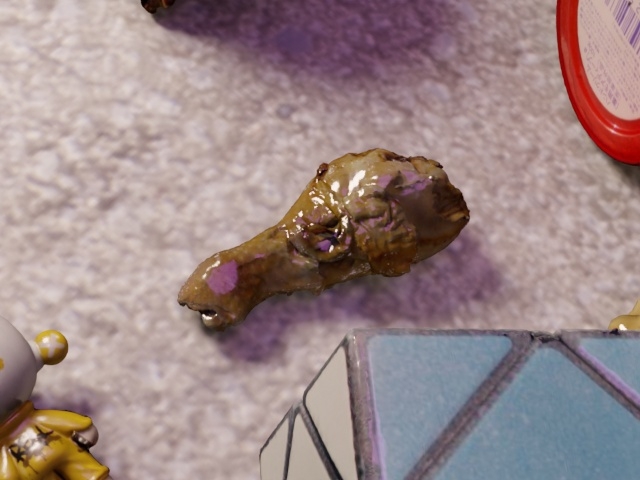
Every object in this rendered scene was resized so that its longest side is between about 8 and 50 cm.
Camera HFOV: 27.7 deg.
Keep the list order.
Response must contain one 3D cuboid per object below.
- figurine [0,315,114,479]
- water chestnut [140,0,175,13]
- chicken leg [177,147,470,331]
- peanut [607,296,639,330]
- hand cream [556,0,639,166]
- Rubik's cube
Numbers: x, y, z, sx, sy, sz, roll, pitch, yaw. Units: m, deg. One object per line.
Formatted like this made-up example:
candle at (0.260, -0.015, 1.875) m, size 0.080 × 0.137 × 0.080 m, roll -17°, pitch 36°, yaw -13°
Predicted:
figurine at (-0.177, 0.100, 0.710) m, size 0.101 × 0.068 × 0.143 m, roll -19°, pitch 87°, yaw -16°
water chestnut at (-0.083, -0.271, 0.861) m, size 0.223 × 0.238 × 0.224 m, roll 8°, pitch 21°, yaw -3°
chicken leg at (-0.001, 0.000, 0.815) m, size 0.197 × 0.069 × 0.085 m, roll -27°, pitch 97°, yaw -19°
peanut at (0.303, 0.037, 0.796) m, size 0.313 × 0.152 × 0.152 m, roll -34°, pitch 75°, yaw -2°
hand cream at (0.257, -0.147, 0.886) m, size 0.125 × 0.193 × 0.193 m, roll -10°, pitch 67°, yaw -18°
Rubik's cube at (0.091, 0.172, 0.666) m, size 0.205 × 0.207 × 0.205 m, roll 1°, pitch 63°, yaw -14°
